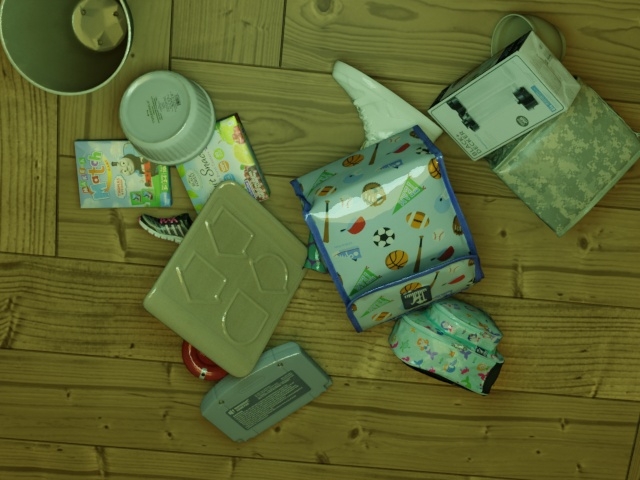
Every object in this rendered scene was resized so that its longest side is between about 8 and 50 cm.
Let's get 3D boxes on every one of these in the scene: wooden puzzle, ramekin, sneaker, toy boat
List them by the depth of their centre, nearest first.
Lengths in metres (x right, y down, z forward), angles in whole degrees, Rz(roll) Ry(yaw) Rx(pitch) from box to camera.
[{"bbox_3d":[-0.344,-0.276,1.863,0.207,0.109,0.207,-2,79,10],"label":"ramekin"},{"bbox_3d":[0.115,-0.264,1.916,0.292,0.108,0.169,35,99,-11],"label":"sneaker"},{"bbox_3d":[-0.208,0.088,1.935,0.322,0.080,0.348,43,68,-30],"label":"wooden puzzle"},{"bbox_3d":[-0.342,-0.038,1.997,0.170,0.063,0.075,21,105,-12],"label":"sneaker"},{"bbox_3d":[-0.247,0.233,2.028,0.151,0.151,0.231,21,104,-6],"label":"toy boat"}]

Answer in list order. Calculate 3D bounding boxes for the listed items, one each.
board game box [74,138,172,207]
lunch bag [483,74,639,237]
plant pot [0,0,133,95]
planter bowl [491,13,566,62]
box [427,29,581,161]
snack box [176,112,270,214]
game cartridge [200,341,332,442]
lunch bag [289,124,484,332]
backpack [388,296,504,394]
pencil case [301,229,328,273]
[{"bbox_3d":[-0.457,-0.157,1.973,0.211,0.039,0.160,-1,106,0],"label":"board game box"},{"bbox_3d":[0.553,-0.199,1.910,0.235,0.169,0.287,42,106,-11],"label":"lunch bag"},{"bbox_3d":[-0.493,-0.446,1.767,0.256,0.274,0.257,0,106,1],"label":"plant pot"},{"bbox_3d":[0.468,-0.422,1.863,0.109,0.162,0.162,-15,107,-24],"label":"planter bowl"},{"bbox_3d":[0.391,-0.303,1.830,0.169,0.087,0.290,45,145,-13],"label":"box"},{"bbox_3d":[-0.234,-0.166,1.957,0.174,0.070,0.207,-20,104,6],"label":"snack box"},{"bbox_3d":[-0.139,0.372,2.082,0.294,0.060,0.196,-33,132,7],"label":"game cartridge"},{"bbox_3d":[0.160,0.001,1.864,0.327,0.239,0.386,-22,119,2],"label":"lunch bag"},{"bbox_3d":[0.295,0.235,1.998,0.253,0.225,0.191,16,103,-6],"label":"backpack"},{"bbox_3d":[0.000,0.000,1.992,0.064,0.070,0.152,9,94,-7],"label":"pencil case"}]
